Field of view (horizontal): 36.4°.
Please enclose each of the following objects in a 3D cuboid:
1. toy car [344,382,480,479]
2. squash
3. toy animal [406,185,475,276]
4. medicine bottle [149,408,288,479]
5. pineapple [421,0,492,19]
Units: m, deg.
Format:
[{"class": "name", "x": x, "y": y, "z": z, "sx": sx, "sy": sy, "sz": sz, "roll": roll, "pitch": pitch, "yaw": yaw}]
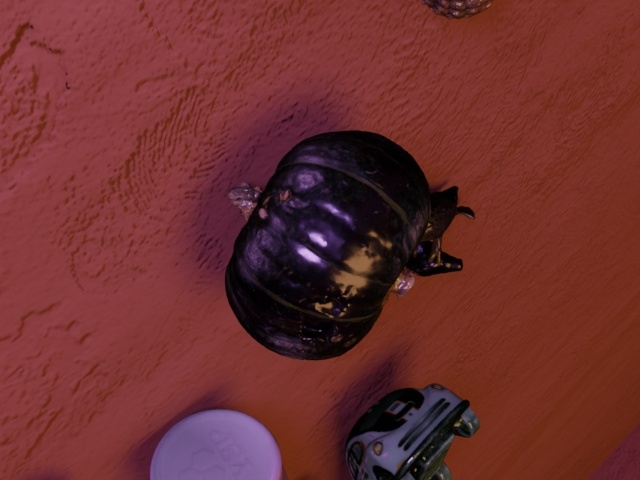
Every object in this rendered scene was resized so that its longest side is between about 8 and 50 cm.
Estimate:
[{"class": "toy car", "x": 0.098, "y": 0.276, "z": 1.239, "sx": 0.136, "sy": 0.125, "sz": 0.306, "roll": -41, "pitch": 160, "yaw": -25}, {"class": "squash", "x": 0.005, "y": 0.003, "z": 0.784, "sx": 0.193, "sy": 0.155, "sz": 0.193, "roll": -47, "pitch": 146, "yaw": -46}, {"class": "toy animal", "x": 0.100, "y": -0.023, "z": 0.985, "sx": 0.202, "sy": 0.070, "sz": 0.105, "roll": 33, "pitch": 83, "yaw": -57}, {"class": "medicine bottle", "x": -0.092, "y": 0.257, "z": 0.953, "sx": 0.135, "sy": 0.135, "sz": 0.168, "roll": -35, "pitch": 147, "yaw": -25}, {"class": "pineapple", "x": 0.078, "y": -0.225, "z": 0.715, "sx": 0.074, "sy": 0.074, "sz": 0.159, "roll": -54, "pitch": 142, "yaw": 6}]
